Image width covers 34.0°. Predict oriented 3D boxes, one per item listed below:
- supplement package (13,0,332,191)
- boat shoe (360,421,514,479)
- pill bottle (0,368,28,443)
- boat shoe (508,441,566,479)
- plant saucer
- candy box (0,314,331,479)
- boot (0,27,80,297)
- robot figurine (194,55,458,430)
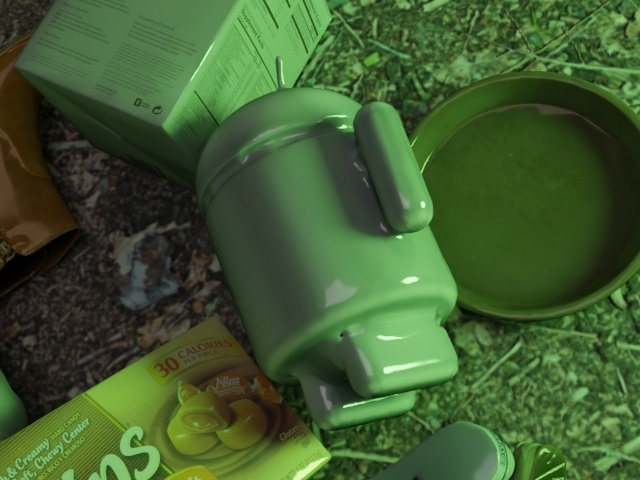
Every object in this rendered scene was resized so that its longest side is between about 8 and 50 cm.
[{"bbox_3d":[-0.149,-0.220,1.147,0.199,0.198,0.263,24,76,22],"label":"supplement package"},{"bbox_3d":[0.066,0.258,0.968,0.258,0.084,0.095,-29,59,15],"label":"boat shoe"},{"bbox_3d":[-0.438,0.164,1.052,0.224,0.224,0.392,-40,65,-4],"label":"pill bottle"},{"bbox_3d":[0.180,0.261,0.963,0.056,0.048,0.153,24,76,-25],"label":"boat shoe"},{"bbox_3d":[0.211,-0.045,1.078,0.277,0.041,0.278,-5,68,13],"label":"plant saucer"},{"bbox_3d":[-0.163,0.219,0.929,0.316,0.087,0.183,-31,74,-39],"label":"candy box"},{"bbox_3d":[-0.338,-0.084,1.203,0.211,0.104,0.295,41,88,19],"label":"boot"},{"bbox_3d":[0.000,0.000,1.009,0.300,0.199,0.353,-44,60,42],"label":"robot figurine"}]
